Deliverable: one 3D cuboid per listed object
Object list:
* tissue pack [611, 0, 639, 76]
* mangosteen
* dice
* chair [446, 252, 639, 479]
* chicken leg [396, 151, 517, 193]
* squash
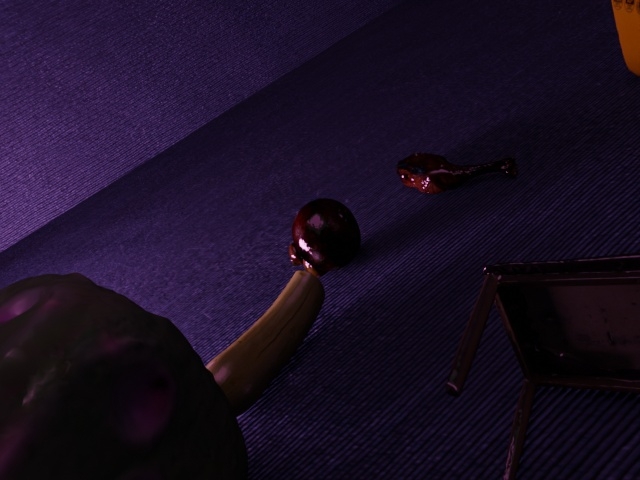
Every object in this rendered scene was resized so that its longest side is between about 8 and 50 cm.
[{"bbox_3d":[0.602,-0.340,0.956,0.134,0.192,0.271,-23,26,6],"label":"tissue pack"},{"bbox_3d":[0.000,0.000,1.010,0.140,0.140,0.140,-22,27,12],"label":"mangosteen"},{"bbox_3d":[-0.292,0.243,0.599,0.318,0.330,0.322,-7,31,33],"label":"dice"},{"bbox_3d":[0.249,0.087,0.549,0.188,0.166,0.272,-6,33,36],"label":"chair"},{"bbox_3d":[0.231,-0.126,1.087,0.106,0.051,0.253,-38,30,-31],"label":"chicken leg"},{"bbox_3d":[-0.078,0.147,0.842,0.083,0.083,0.250,1,38,44],"label":"squash"}]
